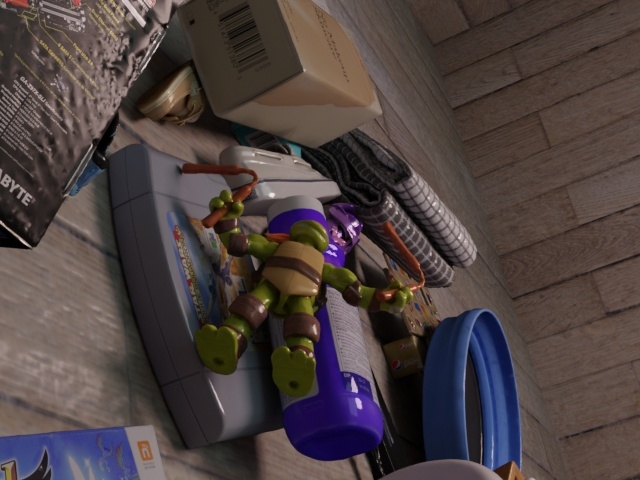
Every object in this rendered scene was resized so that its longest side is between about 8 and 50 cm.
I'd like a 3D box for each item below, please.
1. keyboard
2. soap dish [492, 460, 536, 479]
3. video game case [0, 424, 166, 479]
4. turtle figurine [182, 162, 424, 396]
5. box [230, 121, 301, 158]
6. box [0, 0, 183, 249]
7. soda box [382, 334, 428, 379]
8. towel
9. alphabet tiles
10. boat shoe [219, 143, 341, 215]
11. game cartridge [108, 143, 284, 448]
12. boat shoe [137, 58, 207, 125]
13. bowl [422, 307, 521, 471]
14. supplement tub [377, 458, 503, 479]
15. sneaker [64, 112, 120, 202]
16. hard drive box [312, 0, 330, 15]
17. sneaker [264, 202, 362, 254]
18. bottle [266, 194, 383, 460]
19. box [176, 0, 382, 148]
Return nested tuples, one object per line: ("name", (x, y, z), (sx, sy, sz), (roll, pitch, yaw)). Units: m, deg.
("keyboard", (0.074, 0.268, 1.259), (0.201, 0.033, 0.317), (-7, 75, -79))
("soap dish", (0.259, 0.497, 1.273), (0.229, 0.118, 0.291), (58, 39, -28))
("video game case", (-0.164, 0.239, 0.539), (0.269, 0.061, 0.244), (20, 49, -67))
("turtle figurine", (-0.042, 0.038, 0.866), (0.269, 0.087, 0.217), (27, 41, -2))
("box", (-0.078, -0.214, 1.330), (0.100, 0.060, 0.244), (53, 23, -40))
("box", (-0.248, -0.185, 0.584), (0.322, 0.079, 0.257), (50, 53, -44))
("soda box", (0.164, 0.194, 1.567), (0.181, 0.058, 0.061), (8, 62, -71))
("towel", (0.099, -0.064, 1.459), (0.235, 0.121, 0.284), (43, 2, -38))
("alphabet tiles", (0.172, 0.122, 1.582), (0.237, 0.009, 0.198), (27, 38, -62))
("boat shoe", (-0.055, -0.083, 1.201), (0.267, 0.096, 0.088), (-8, 80, -63))
("game cartridge", (-0.119, 0.053, 0.910), (0.198, 0.062, 0.297), (23, 48, -72))
("boat shoe", (-0.156, -0.162, 1.033), (0.059, 0.063, 0.170), (57, 19, -16))
("bowl", (0.261, 0.311, 1.540), (0.391, 0.077, 0.392), (-7, 90, -66))
("supplement tub", (0.154, 0.424, 0.979), (0.316, 0.228, 0.228), (64, 18, -14))
("sneaker", (-0.205, -0.107, 0.806), (0.063, 0.073, 0.162), (47, 27, -48))
("hard drive box", (-0.018, -0.326, 1.593), (0.232, 0.089, 0.181), (69, 18, 6))
("sneaker", (0.000, 0.000, 1.237), (0.095, 0.104, 0.236), (66, 18, -10))
("bottle", (-0.006, 0.084, 0.966), (0.118, 0.092, 0.283), (49, 25, -56))
("box", (-0.039, -0.219, 1.151), (0.148, 0.121, 0.311), (68, 18, 7))
